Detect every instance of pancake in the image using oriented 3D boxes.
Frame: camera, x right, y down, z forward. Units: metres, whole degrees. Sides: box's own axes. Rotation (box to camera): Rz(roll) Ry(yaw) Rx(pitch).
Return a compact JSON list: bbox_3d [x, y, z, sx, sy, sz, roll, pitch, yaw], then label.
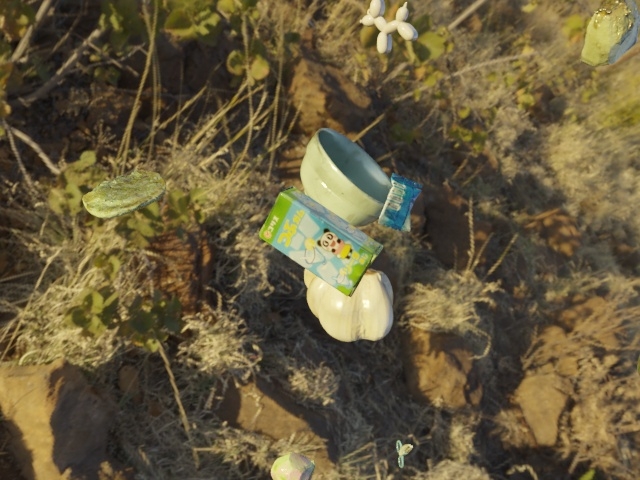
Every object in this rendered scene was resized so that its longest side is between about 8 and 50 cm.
[{"bbox_3d":[-0.302,-0.074,0.944,0.129,0.023,0.116,-28,42,-27],"label":"pancake"}]

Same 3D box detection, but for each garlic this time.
[{"bbox_3d":[0.058,0.149,1.474,0.281,0.203,0.184,28,48,33],"label":"garlic"}]

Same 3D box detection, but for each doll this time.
[{"bbox_3d":[0.197,-0.644,1.797,0.059,0.160,0.160,-28,101,-54],"label":"doll"}]

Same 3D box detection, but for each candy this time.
[{"bbox_3d":[0.000,0.000,1.031,0.194,0.097,0.062,34,26,8],"label":"candy"},{"bbox_3d":[0.197,-0.088,1.478,0.088,0.038,0.136,21,76,-18],"label":"candy"}]

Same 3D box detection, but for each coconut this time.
[{"bbox_3d":[-0.057,0.463,1.208,0.082,0.083,0.081,29,73,1],"label":"coconut"}]

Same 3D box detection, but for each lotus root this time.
[{"bbox_3d":[0.641,-0.459,1.313,0.070,0.143,0.144,46,-5,34],"label":"lotus root"}]

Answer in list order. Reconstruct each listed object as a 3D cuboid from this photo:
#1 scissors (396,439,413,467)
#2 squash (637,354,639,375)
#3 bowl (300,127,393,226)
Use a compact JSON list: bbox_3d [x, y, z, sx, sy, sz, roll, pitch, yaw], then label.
[{"bbox_3d":[0.177,0.444,1.276,0.014,0.119,0.058,-1,63,-6],"label":"scissors"},{"bbox_3d":[0.653,0.233,1.168,0.239,0.069,0.069,50,31,-56],"label":"squash"},{"bbox_3d":[0.065,-0.157,1.704,0.307,0.163,0.307,32,27,-18],"label":"bowl"}]
